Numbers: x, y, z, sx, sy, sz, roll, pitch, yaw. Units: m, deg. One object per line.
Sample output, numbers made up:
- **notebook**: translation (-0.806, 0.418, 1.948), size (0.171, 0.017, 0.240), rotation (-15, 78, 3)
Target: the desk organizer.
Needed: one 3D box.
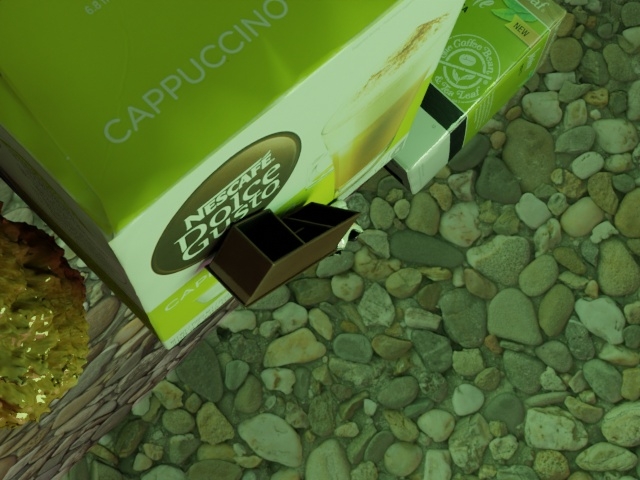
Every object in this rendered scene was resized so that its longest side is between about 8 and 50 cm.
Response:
- **desk organizer**: translation (-0.025, -0.001, 0.581), size (0.130, 0.047, 0.050), rotation (-31, 161, -51)

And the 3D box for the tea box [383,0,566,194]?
- **tea box**: translation (0.139, -0.307, 1.151), size (0.323, 0.329, 0.220), rotation (-47, 170, 1)

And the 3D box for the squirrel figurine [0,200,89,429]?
- **squirrel figurine**: translation (-0.328, 0.136, 0.555), size (0.397, 0.370, 0.281), rotation (-53, -161, -25)

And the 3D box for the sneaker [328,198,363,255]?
- **sneaker**: translation (0.000, 0.000, 0.696), size (0.109, 0.043, 0.040), rotation (-36, 170, -36)

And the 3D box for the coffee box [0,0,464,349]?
- **coffee box**: translation (-0.129, -0.163, 0.620), size (0.338, 0.338, 0.334), rotation (-42, 170, -18)
